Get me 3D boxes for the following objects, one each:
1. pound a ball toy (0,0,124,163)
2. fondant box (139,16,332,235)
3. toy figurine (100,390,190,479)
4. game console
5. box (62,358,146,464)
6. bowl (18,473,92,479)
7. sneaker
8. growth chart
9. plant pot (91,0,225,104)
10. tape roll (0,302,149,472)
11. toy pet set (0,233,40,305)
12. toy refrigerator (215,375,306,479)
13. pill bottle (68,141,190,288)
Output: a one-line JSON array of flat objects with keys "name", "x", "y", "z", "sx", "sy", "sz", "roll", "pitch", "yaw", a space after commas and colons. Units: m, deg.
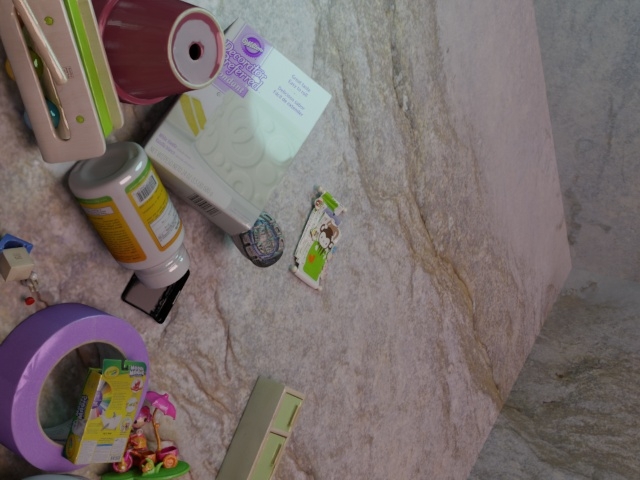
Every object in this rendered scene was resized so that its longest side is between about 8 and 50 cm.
[{"name": "pound a ball toy", "x": -0.407, "y": -0.266, "z": 1.073, "sx": 0.208, "sy": 0.135, "sz": 0.319, "roll": -88, "pitch": 170, "yaw": -60}, {"name": "fondant box", "x": -0.160, "y": -0.212, "z": 1.403, "sx": 0.238, "sy": 0.096, "sz": 0.330, "roll": 37, "pitch": 67, "yaw": -19}, {"name": "toy figurine", "x": -0.343, "y": 0.376, "z": 1.463, "sx": 0.173, "sy": 0.130, "sz": 0.159, "roll": -2, "pitch": 90, "yaw": -29}, {"name": "game console", "x": -0.317, "y": 0.087, "z": 1.455, "sx": 0.107, "sy": 0.071, "sz": 0.122, "roll": 92, "pitch": 24, "yaw": -72}, {"name": "box", "x": -0.365, "y": 0.287, "z": 1.280, "sx": 0.105, "sy": 0.043, "sz": 0.179, "roll": 20, "pitch": 88, "yaw": -54}, {"name": "bowl", "x": -0.436, "y": 0.492, "z": 1.258, "sx": 0.134, "sy": 0.297, "sz": 0.298, "roll": -85, "pitch": 169, "yaw": -63}, {"name": "sneaker", "x": -0.177, "y": -0.084, "z": 1.508, "sx": 0.111, "sy": 0.129, "sz": 0.297, "roll": -23, "pitch": 101, "yaw": -27}, {"name": "growth chart", "x": 0.000, "y": 0.000, "z": 1.852, "sx": 0.172, "sy": 0.021, "sz": 0.237, "roll": 27, "pitch": 80, "yaw": -55}, {"name": "plant pot", "x": -0.264, "y": -0.322, "z": 1.240, "sx": 0.201, "sy": 0.180, "sz": 0.201, "roll": -23, "pitch": 119, "yaw": -49}, {"name": "tape roll", "x": -0.429, "y": 0.250, "z": 1.291, "sx": 0.274, "sy": 0.090, "sz": 0.275, "roll": -24, "pitch": 120, "yaw": -49}, {"name": "toy pet set", "x": -0.501, "y": 0.051, "z": 1.169, "sx": 0.122, "sy": 0.065, "sz": 0.114, "roll": -9, "pitch": 144, "yaw": -49}, {"name": "toy refrigerator", "x": -0.136, "y": 0.468, "z": 1.763, "sx": 0.102, "sy": 0.094, "sz": 0.270, "roll": 39, "pitch": 69, "yaw": -52}, {"name": "pill bottle", "x": -0.319, "y": -0.036, "z": 1.301, "sx": 0.136, "sy": 0.136, "sz": 0.246, "roll": -50, "pitch": 138, "yaw": -31}]
